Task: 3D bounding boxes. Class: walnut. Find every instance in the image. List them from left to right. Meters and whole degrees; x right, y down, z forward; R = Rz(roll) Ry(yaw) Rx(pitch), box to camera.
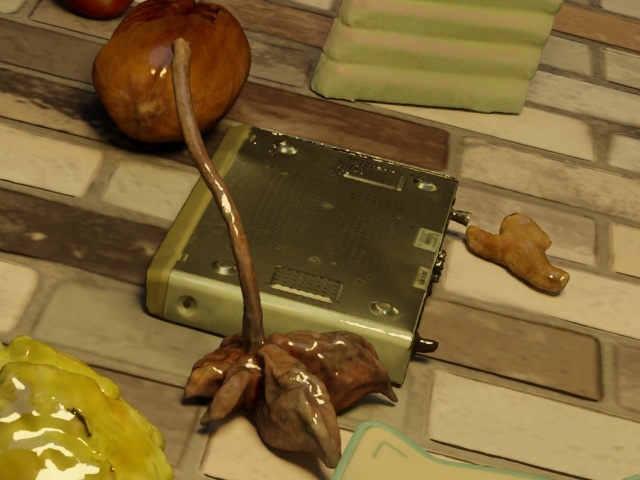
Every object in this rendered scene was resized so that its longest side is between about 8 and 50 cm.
[{"bbox_3d":[-0.116,-0.144,1.519,0.116,0.116,0.207,19,28,8],"label":"walnut"}]

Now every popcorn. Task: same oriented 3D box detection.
[{"bbox_3d":[-0.164,0.137,0.917,0.198,0.198,0.212,-11,11,-39],"label":"popcorn"}]

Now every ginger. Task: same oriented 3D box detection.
[{"bbox_3d":[0.158,0.009,1.448,0.097,0.030,0.048,30,60,32],"label":"ginger"}]

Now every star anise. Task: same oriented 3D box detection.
[{"bbox_3d":[-0.029,0.004,1.191,0.148,0.227,0.218,-13,26,-30],"label":"star anise"}]

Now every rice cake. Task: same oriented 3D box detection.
[{"bbox_3d":[0.112,-0.196,1.654,0.198,0.189,0.037,11,26,-22],"label":"rice cake"}]

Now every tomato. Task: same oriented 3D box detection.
[{"bbox_3d":[-0.200,-0.242,1.684,0.087,0.087,0.075,8,31,-12],"label":"tomato"}]

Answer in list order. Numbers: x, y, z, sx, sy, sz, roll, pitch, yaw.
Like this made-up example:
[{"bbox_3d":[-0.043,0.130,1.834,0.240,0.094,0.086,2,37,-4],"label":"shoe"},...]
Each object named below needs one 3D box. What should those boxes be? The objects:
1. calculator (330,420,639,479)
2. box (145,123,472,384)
[{"bbox_3d":[0.110,0.243,0.976,0.256,0.054,0.386,11,29,-6],"label":"calculator"},{"bbox_3d":[0.000,0.000,1.374,0.211,0.045,0.270,15,28,5],"label":"box"}]
